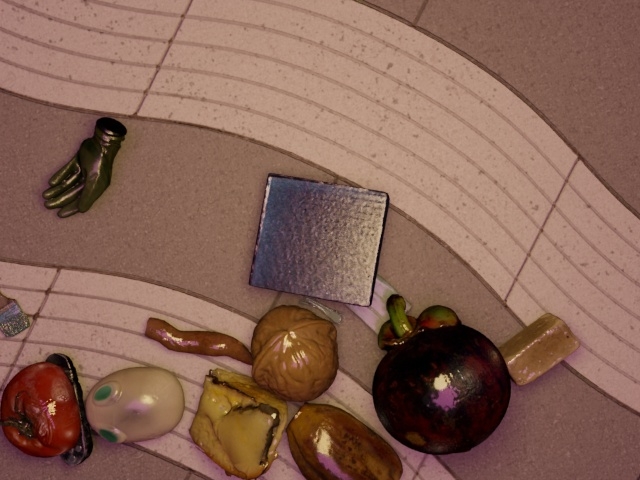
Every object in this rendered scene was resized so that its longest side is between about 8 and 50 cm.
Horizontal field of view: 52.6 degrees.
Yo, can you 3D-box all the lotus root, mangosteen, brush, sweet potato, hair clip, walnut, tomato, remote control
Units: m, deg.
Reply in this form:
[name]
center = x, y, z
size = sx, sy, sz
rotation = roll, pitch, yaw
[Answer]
[lotus root]
center = 0.043, 0.499, 1.506
size = 0.291, 0.193, 0.193
rotation = 39, 91, -5
[mangosteen]
center = 0.250, 0.290, 1.422
size = 0.306, 0.306, 0.360
rotation = -22, 96, 0
[brush]
center = -0.768, 0.136, 1.545
size = 0.070, 0.021, 0.196
rotation = -31, 92, -1
[sweet potato]
center = -0.277, 0.245, 1.537
size = 0.281, 0.059, 0.067
rotation = 13, 101, 0
[hair clip]
center = 0.005, 0.163, 1.549
size = 0.115, 0.039, 0.030
rotation = 28, 86, 0
[walnut]
center = -0.058, 0.252, 1.458
size = 0.227, 0.228, 0.228
rotation = 0, 92, -1
[tomato]
center = -0.654, 0.398, 1.476
size = 0.227, 0.101, 0.228
rotation = 3, 97, 23
[remote control]
center = -0.595, 0.396, 1.540
size = 0.090, 0.066, 0.266
rotation = -12, 88, 10

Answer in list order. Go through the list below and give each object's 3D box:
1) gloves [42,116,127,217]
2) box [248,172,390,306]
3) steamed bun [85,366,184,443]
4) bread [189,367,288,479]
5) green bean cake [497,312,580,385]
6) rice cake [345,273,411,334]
[gloves]
center = -0.534, -0.160, 1.491
size = 0.268, 0.107, 0.135
rotation = -48, 61, 13
[box]
center = 0.000, 0.000, 1.482
size = 0.278, 0.116, 0.262
rotation = 10, 89, 8
[steamed bun]
center = -0.435, 0.387, 1.506
size = 0.228, 0.131, 0.177
rotation = -1, 94, -3
[bread]
center = -0.176, 0.430, 1.499
size = 0.262, 0.162, 0.204
rotation = 24, 94, 40
[green bean cake]
center = 0.506, 0.257, 1.524
size = 0.179, 0.109, 0.085
rotation = -37, 93, 1
[rice cake]
center = 0.110, 0.129, 1.549
size = 0.211, 0.038, 0.124
rotation = 37, 92, -2
